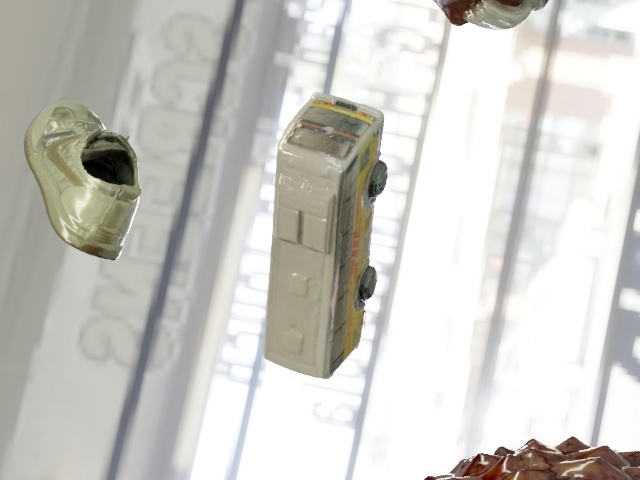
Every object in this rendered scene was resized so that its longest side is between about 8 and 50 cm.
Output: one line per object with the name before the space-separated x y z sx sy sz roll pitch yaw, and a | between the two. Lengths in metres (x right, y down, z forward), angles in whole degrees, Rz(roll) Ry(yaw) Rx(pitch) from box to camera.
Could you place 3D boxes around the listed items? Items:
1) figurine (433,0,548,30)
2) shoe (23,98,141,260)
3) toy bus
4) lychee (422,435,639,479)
figurine | 0.231 -0.310 1.905 0.283 0.204 0.338 -38 3 -7
shoe | -0.267 -0.092 2.118 0.098 0.103 0.275 -54 39 22
toy bus | 0.000 0.000 1.705 0.106 0.092 0.268 -49 -29 -50
lychee | 0.187 0.381 1.592 0.424 0.500 0.424 -7 -90 -75
